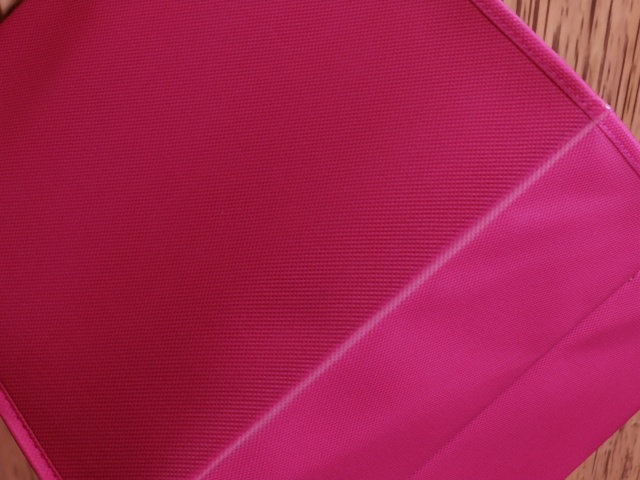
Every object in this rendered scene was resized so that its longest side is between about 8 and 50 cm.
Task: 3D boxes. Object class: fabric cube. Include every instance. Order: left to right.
[{"bbox_3d":[0.000,0.000,0.781,0.258,0.254,0.259,-45,147,6],"label":"fabric cube"}]
